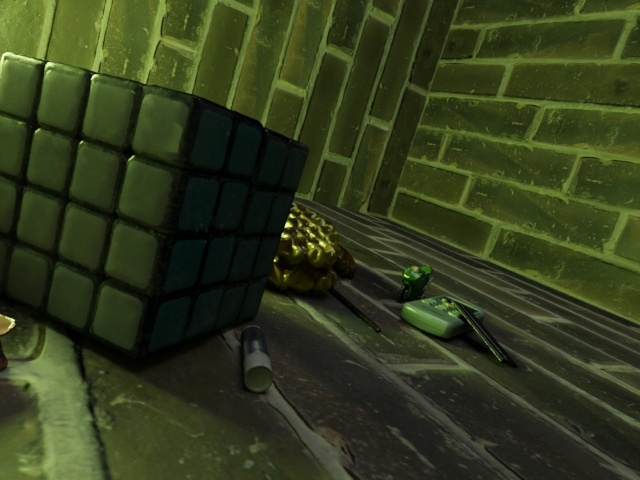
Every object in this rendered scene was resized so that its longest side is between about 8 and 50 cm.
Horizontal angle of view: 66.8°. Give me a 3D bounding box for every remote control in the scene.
[{"bbox_3d":[0.312,0.188,1.235,0.140,0.056,0.296,22,10,33],"label":"remote control"}]

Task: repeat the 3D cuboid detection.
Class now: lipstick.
[{"bbox_3d":[-0.093,0.165,0.699,0.040,0.040,0.141,15,10,-14],"label":"lipstick"}]

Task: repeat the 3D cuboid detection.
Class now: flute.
[{"bbox_3d":[0.069,0.153,1.136,0.014,0.014,0.269,12,11,-28],"label":"flute"}]

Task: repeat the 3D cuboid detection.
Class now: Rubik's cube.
[{"bbox_3d":[-0.267,-0.058,0.771,0.344,0.344,0.337,19,10,19],"label":"Rubik's cube"}]

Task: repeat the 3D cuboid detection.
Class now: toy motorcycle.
[{"bbox_3d":[0.270,0.120,1.394,0.074,0.106,0.190,23,13,28],"label":"toy motorcycle"}]

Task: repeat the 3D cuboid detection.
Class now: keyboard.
[{"bbox_3d":[0.381,0.216,1.139,0.067,0.011,0.202,24,22,-33],"label":"keyboard"}]

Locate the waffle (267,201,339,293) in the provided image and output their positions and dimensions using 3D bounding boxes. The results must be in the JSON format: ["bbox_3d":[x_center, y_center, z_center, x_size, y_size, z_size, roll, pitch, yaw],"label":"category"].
[{"bbox_3d":[-0.088,0.002,1.202,0.261,0.151,0.324,17,24,-24],"label":"waffle"}]

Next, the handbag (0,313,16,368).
[{"bbox_3d":[-0.422,0.098,0.447,0.157,0.059,0.212,20,8,11],"label":"handbag"}]

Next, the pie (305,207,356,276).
[{"bbox_3d":[-0.001,0.001,1.472,0.308,0.085,0.308,46,-2,2],"label":"pie"}]
